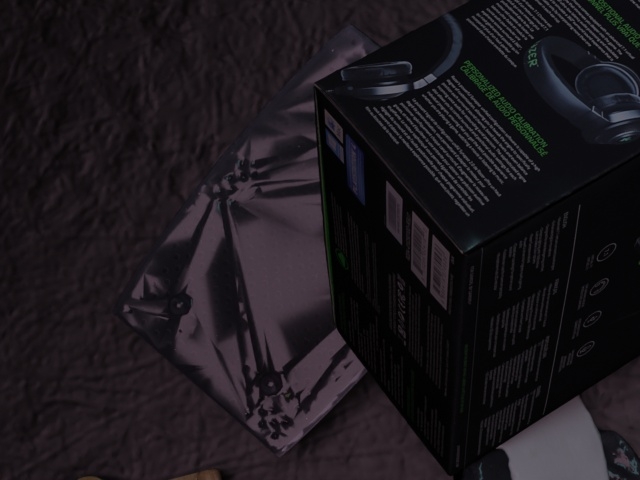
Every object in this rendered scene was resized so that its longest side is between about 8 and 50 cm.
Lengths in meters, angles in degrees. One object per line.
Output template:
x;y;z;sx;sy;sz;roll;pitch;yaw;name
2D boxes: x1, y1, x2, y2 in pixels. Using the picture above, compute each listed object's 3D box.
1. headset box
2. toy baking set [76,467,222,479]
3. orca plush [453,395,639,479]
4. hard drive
0.153;-0.036;0.780;0.283;0.246;0.131;-30;60;-15;headset box
-0.126;0.274;0.935;0.196;0.030;0.256;8;83;14;toy baking set
0.142;0.199;0.887;0.151;0.102;0.287;-27;85;-41;orca plush
0.000;0.000;0.941;0.172;0.054;0.255;39;89;14;hard drive
